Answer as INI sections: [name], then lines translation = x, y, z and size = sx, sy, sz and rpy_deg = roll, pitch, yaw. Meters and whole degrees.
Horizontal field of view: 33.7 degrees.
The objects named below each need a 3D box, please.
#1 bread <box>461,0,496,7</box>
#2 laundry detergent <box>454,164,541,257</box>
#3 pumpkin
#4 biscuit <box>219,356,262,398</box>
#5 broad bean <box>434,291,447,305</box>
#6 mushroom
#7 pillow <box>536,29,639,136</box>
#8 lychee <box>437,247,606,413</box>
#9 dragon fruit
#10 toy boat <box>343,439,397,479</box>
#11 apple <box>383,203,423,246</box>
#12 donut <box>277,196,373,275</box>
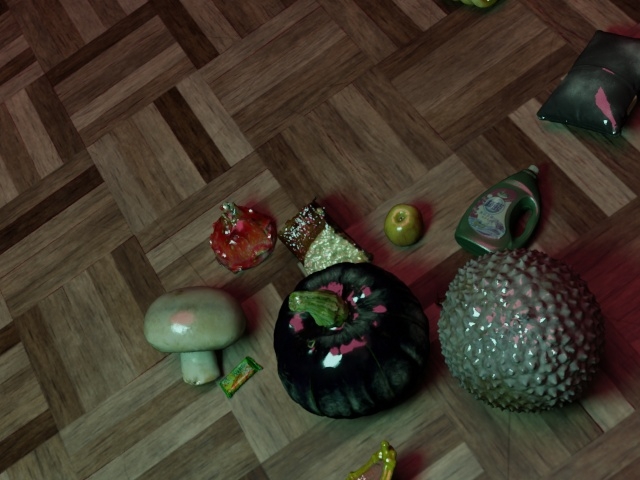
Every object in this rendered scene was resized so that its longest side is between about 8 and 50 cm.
[bread]
translation = 0.336, -0.582, 2.362
size = 0.177, 0.084, 0.119
rpy_deg = 31, 77, 34
[laundry detergent]
translation = 0.364, -0.056, 2.031
size = 0.137, 0.063, 0.211
rpy_deg = 31, 73, 33
[pumpkin]
translation = 0.047, 0.161, 1.896
size = 0.295, 0.296, 0.296
rpy_deg = -11, 56, 17
[biscuit]
translation = -0.161, 0.267, 2.078
size = 0.089, 0.016, 0.046
rpy_deg = -44, 53, -7
[broad bean]
translation = 0.321, 0.091, 1.969
size = 0.226, 0.039, 0.069
rpy_deg = -17, 49, 14
[mushroom]
translation = -0.247, 0.190, 2.081
size = 0.204, 0.204, 0.204
rpy_deg = -11, 56, 17
[pillow]
translation = 0.563, -0.317, 2.082
size = 0.186, 0.106, 0.250
rpy_deg = 20, 67, 40
[lychee]
translation = 0.329, 0.152, 1.785
size = 0.300, 0.300, 0.300
rpy_deg = -11, 56, 17
[dragon fruit]
translation = -0.179, -0.018, 2.213
size = 0.153, 0.111, 0.153
rpy_deg = -14, 55, 20
[toy boat]
translation = 0.021, 0.477, 1.807
size = 0.318, 0.099, 0.141
rpy_deg = -42, 28, -3
[apple]
translation = 0.164, -0.032, 2.093
size = 0.084, 0.071, 0.084
rpy_deg = -11, 57, 18
[donut]
translation = 0.007, 0.008, 2.118
size = 0.126, 0.144, 0.187
rpy_deg = -41, 83, 2
